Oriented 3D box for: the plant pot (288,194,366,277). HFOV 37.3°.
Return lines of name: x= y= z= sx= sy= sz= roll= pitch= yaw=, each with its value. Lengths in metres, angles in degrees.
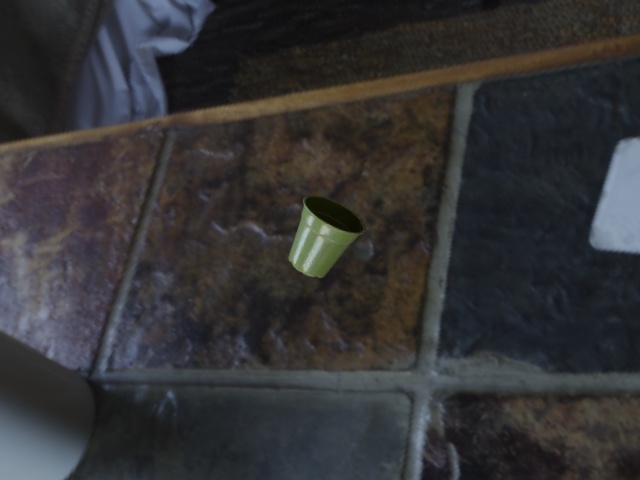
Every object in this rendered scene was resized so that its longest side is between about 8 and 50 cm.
plant pot: x=0.000 y=0.000 z=1.146 sx=0.083 sy=0.083 sz=0.079 roll=48 pitch=118 yaw=40
